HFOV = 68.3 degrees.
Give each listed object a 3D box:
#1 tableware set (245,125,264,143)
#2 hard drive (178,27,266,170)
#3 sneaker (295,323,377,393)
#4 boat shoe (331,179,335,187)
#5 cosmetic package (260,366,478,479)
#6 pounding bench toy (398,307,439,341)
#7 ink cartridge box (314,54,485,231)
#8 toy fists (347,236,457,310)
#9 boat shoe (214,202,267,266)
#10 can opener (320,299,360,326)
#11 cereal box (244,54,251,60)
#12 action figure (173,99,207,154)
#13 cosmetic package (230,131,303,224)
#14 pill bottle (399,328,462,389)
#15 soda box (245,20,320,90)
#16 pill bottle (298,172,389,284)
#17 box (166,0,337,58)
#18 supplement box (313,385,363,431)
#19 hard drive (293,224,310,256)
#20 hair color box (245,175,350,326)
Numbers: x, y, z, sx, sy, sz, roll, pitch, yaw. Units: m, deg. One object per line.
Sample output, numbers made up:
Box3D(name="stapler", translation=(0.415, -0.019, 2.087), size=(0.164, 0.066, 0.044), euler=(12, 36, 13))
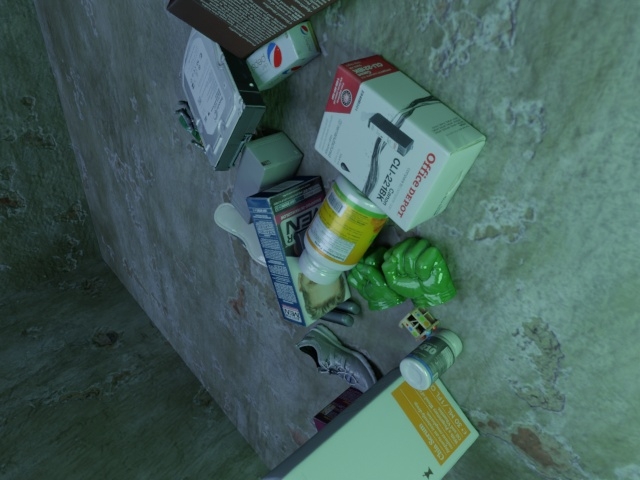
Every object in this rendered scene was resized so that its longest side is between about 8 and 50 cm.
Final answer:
Box3D(name="tableware set", translation=(-0.215, -0.288, 1.302), size=(0.194, 0.039, 0.128), euler=(59, 147, 21))
Box3D(name="hard drive", translation=(-0.257, -0.374, 1.167), size=(0.237, 0.064, 0.338), euler=(-47, 60, 48))
Box3D(name="sneaker", translation=(0.044, 0.367, 1.381), size=(0.281, 0.115, 0.105), euler=(31, 136, 37))
Box3D(name="boat shoe", translation=(0.061, -0.049, 1.138), size=(0.065, 0.075, 0.205), euler=(-5, 109, 8))
Box3D(name="cosmetic package", translation=(0.122, 0.489, 1.065), size=(0.230, 0.453, 0.161), euler=(54, 145, 10))
Box3D(name="pounding bench toy", translation=(0.223, 0.197, 1.087), size=(0.065, 0.052, 0.083), euler=(49, 144, 17))
Box3D(name="ink cartridge box", translation=(0.135, -0.181, 0.882), size=(0.273, 0.114, 0.197), euler=(45, 142, 21))
Box3D(name="toy fists", translation=(0.164, 0.077, 1.044), size=(0.279, 0.096, 0.142), euler=(-17, 98, 57))
Box3D(name="boat shoe", translation=(-0.194, -0.012, 1.474), size=(0.320, 0.116, 0.099), euler=(35, -179, 23))
Box3D(name="can opener", translation=(0.011, 0.197, 1.364), size=(0.093, 0.074, 0.280), euler=(38, 159, -29))
Box3D(name="cereal box", translation=(-0.252, -0.416, 1.252), size=(0.240, 0.047, 0.172), euler=(-5, 96, 53))
Box3D(name="action figure", translation=(-0.376, -0.335, 1.490), size=(0.232, 0.064, 0.137), euler=(53, 142, 6))
Box3D(name="cosmetic package", translation=(-0.149, -0.162, 1.254), size=(0.107, 0.127, 0.238), euler=(50, 142, 20))
Box3D(name="pill bottle", translation=(0.243, 0.255, 1.026), size=(0.078, 0.137, 0.078), euler=(31, 135, 36))
Box3D(name="soda box", translation=(-0.095, -0.408, 1.064), size=(0.216, 0.069, 0.073), euler=(-8, 107, 55))
Box3D(name="pill bottle", translation=(0.047, -0.021, 1.032), size=(0.136, 0.136, 0.245), euler=(46, 125, 22))
Box3D(name="box", translation=(-0.122, -0.498, 0.891), size=(0.382, 0.191, 0.143), euler=(1, 72, 52))
Box3D(name="supplement box", translation=(0.087, 0.498, 1.352), size=(0.104, 0.188, 0.080), euler=(1, 114, 52))
Box3D(name="hard drive", translation=(0.000, 0.000, 1.165), size=(0.022, 0.135, 0.094), euler=(6, 118, 47))
Box3D(name="hair color box", translation=(-0.049, 0.025, 1.212), size=(0.105, 0.174, 0.347), euler=(8, 120, 48))
